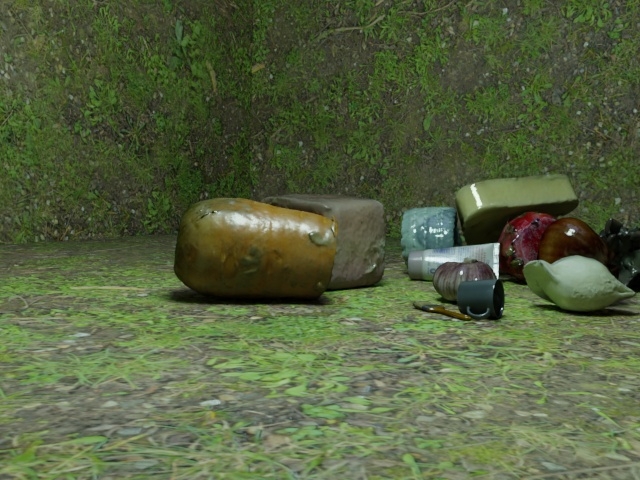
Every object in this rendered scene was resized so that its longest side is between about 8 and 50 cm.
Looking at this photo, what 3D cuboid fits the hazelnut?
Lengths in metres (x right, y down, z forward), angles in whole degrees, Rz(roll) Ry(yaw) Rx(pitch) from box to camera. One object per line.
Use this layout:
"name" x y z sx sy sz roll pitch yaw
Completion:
"hazelnut" 0.594 0.045 1.677 0.178 0.204 0.178 -14 8 2

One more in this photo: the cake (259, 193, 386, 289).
"cake" 0.000 0.000 1.890 0.308 0.237 0.230 9 11 44

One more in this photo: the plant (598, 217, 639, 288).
"plant" 0.842 0.036 1.966 0.181 0.194 0.320 -1 0 24

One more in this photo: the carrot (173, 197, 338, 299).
"carrot" -0.144 0.025 1.587 0.340 0.224 0.224 9 3 -8

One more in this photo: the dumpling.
"dumpling" 0.555 0.104 1.563 0.215 0.126 0.166 -8 -22 -7

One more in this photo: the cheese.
"cheese" 0.550 -0.064 2.198 0.383 0.104 0.384 -13 -26 -6

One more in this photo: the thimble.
"thimble" 0.336 0.000 2.194 0.171 0.205 0.250 -2 9 17

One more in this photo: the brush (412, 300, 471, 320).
"brush" 0.250 0.143 1.469 0.043 0.014 0.170 -2 6 -27

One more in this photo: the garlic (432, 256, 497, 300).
"garlic" 0.329 0.089 1.641 0.147 0.102 0.159 1 3 10

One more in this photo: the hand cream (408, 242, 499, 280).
"hand cream" 0.370 0.064 1.995 0.247 0.133 0.083 1 -27 20

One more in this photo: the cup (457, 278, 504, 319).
"cup" 0.318 0.123 1.443 0.077 0.078 0.100 -2 32 31

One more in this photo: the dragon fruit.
"dragon fruit" 0.601 0.032 2.007 0.282 0.211 0.147 -26 12 -15
